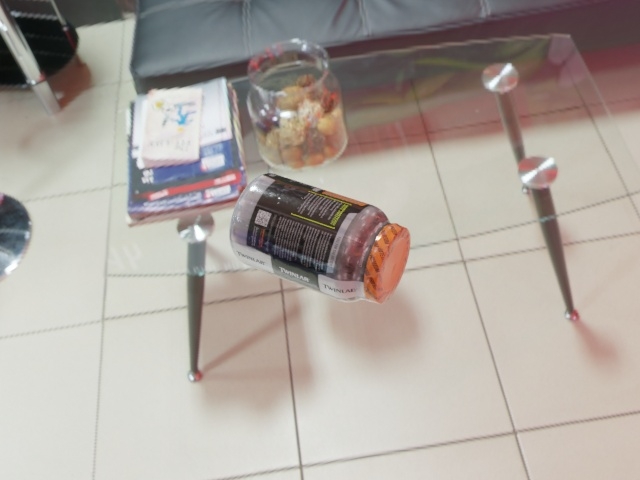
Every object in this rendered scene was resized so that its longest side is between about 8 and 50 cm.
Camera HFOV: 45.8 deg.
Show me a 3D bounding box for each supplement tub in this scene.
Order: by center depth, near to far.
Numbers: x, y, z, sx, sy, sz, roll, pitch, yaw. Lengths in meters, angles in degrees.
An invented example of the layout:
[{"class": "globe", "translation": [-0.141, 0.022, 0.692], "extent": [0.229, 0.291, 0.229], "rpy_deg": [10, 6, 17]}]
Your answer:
[{"class": "supplement tub", "translation": [0.000, 0.000, 1.460], "extent": [0.316, 0.193, 0.193], "rpy_deg": [20, 58, 24]}]
